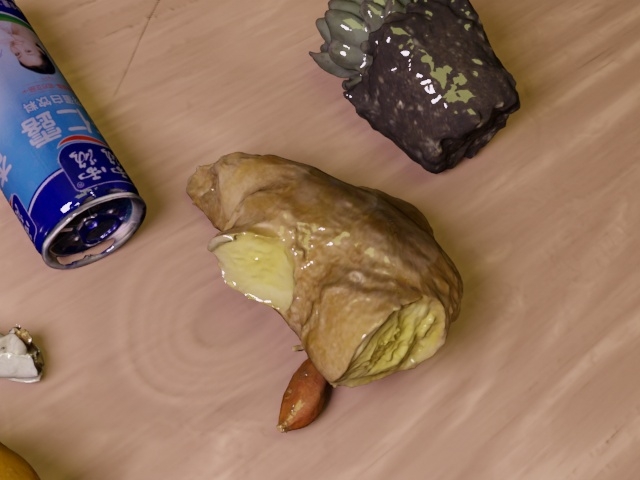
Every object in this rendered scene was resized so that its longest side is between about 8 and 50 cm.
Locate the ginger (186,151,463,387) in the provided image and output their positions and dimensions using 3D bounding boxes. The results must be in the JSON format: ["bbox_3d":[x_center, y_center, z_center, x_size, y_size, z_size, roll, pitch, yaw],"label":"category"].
[{"bbox_3d":[0.000,0.000,0.983,0.218,0.123,0.270,-12,51,-48],"label":"ginger"}]

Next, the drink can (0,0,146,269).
[{"bbox_3d":[-0.240,-0.095,0.983,0.097,0.097,0.235,-22,67,-30],"label":"drink can"}]

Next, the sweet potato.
[{"bbox_3d":[-0.009,0.119,0.953,0.034,0.034,0.095,28,51,1],"label":"sweet potato"}]

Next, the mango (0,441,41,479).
[{"bbox_3d":[-0.313,0.220,0.717,0.316,0.146,0.193,-27,67,-17],"label":"mango"}]

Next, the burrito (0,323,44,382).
[{"bbox_3d":[-0.296,0.080,0.877,0.185,0.041,0.045,7,37,-12],"label":"burrito"}]

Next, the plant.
[{"bbox_3d":[0.089,-0.167,1.123,0.129,0.132,0.194,-33,76,-36],"label":"plant"}]
